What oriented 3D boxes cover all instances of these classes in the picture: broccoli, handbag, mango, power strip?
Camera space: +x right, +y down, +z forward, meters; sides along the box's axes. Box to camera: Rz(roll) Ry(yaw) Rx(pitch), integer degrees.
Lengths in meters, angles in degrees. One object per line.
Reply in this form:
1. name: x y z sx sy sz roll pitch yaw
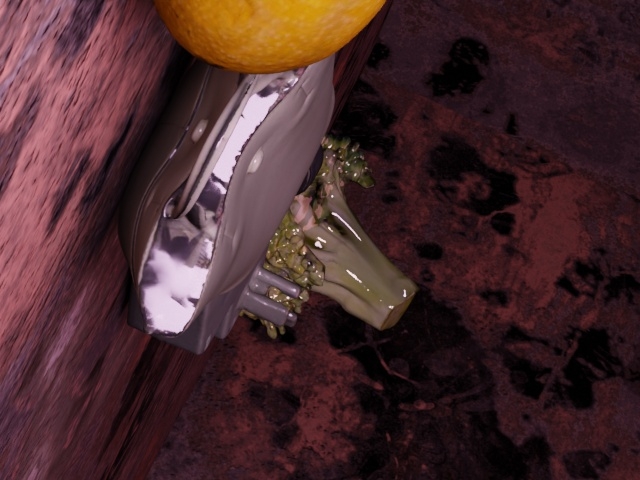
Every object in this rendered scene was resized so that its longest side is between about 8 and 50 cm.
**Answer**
1. broccoli: 0.000 0.000 2.032 0.247 0.243 0.263 -50 170 -16
2. handbag: -0.046 -0.050 1.142 0.241 0.109 0.315 -64 -171 -2
3. mango: -0.027 -0.154 0.908 0.157 0.109 0.262 -69 -164 -7
4. power strip: -0.072 0.001 1.637 0.261 0.141 0.229 108 9 -61

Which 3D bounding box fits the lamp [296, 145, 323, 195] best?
1. lamp: -0.033 -0.195 1.494 0.130 0.109 0.371 92 4 -53
